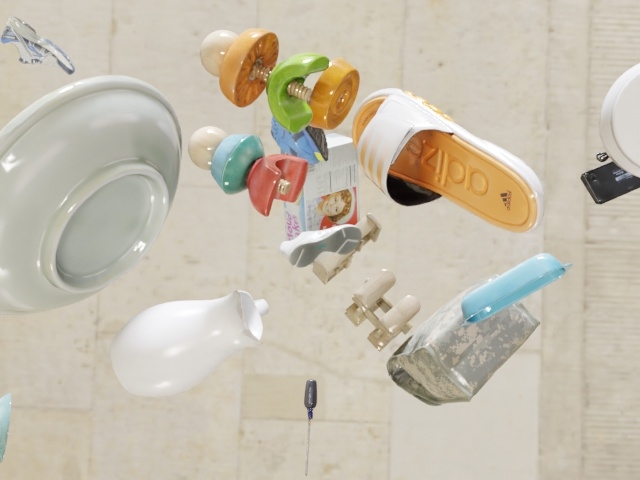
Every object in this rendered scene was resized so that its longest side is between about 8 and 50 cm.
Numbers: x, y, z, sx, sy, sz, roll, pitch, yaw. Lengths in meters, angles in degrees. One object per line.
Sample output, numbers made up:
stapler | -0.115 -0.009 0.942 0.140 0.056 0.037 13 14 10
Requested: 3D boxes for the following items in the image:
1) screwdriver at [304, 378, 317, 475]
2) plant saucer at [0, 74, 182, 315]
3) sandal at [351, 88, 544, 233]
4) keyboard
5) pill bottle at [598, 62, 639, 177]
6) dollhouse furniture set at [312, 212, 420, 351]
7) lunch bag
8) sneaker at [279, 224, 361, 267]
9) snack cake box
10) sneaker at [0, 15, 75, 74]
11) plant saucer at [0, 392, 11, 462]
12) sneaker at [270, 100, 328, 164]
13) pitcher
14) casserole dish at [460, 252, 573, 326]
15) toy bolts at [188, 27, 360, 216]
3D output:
screwdriver | -0.017 0.333 1.628 0.024 0.025 0.170 149 122 -68
plant saucer | -0.327 -0.037 1.307 0.400 0.100 0.400 -41 -26 -25
sandal | 0.103 -0.077 0.913 0.265 0.076 0.102 32 133 43
keyboard | 0.655 -0.153 2.012 0.108 0.180 0.023 65 162 11
pill bottle | 0.458 -0.160 1.224 0.283 0.161 0.161 -16 -71 -73
dollhouse furniture set | 0.124 0.091 1.966 0.242 0.161 0.212 47 166 10
lunch bag | 0.285 0.221 1.935 0.235 0.169 0.287 -42 2 -20
sneaker | 0.000 0.000 1.546 0.061 0.152 0.053 31 129 52
snack cake box | 0.003 -0.093 2.042 0.089 0.152 0.264 25 125 49
sneaker | -0.483 -0.321 1.560 0.058 0.135 0.052 -52 16 5
plant saucer | -0.551 0.321 1.568 0.119 0.021 0.119 -171 90 -67
sneaker | -0.050 -0.182 1.421 0.209 0.082 0.069 62 -153 -58
pitcher | -0.177 0.137 1.292 0.178 0.207 0.125 -14 -98 -81
casserole dish | 0.285 0.070 1.367 0.037 0.188 0.114 63 -165 16
toy bolts | -0.076 -0.169 1.210 0.218 0.158 0.228 -26 -40 -62
